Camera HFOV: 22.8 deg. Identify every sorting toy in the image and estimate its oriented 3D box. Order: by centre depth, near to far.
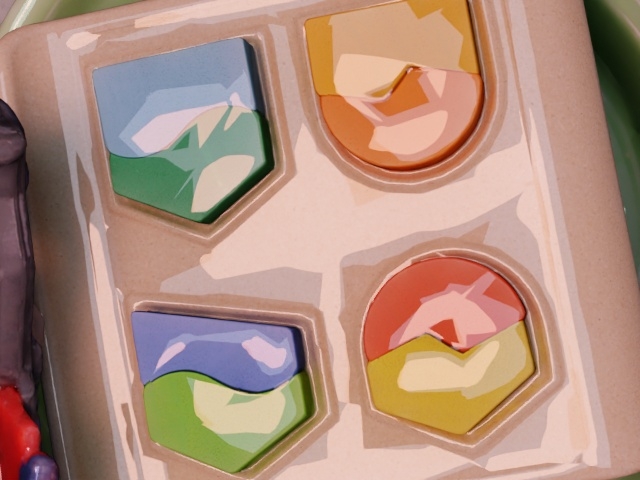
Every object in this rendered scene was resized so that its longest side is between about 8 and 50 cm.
[{"bbox_3d":[0.000,0.000,0.543,0.208,0.038,0.193,-10,86,5],"label":"sorting toy"}]

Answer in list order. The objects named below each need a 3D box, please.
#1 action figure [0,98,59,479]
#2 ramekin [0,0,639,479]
[{"bbox_3d":[-0.203,0.114,0.544,0.330,0.178,0.341,16,113,43],"label":"action figure"},{"bbox_3d":[0.022,-0.005,0.636,0.303,0.148,0.303,0,87,5],"label":"ramekin"}]
